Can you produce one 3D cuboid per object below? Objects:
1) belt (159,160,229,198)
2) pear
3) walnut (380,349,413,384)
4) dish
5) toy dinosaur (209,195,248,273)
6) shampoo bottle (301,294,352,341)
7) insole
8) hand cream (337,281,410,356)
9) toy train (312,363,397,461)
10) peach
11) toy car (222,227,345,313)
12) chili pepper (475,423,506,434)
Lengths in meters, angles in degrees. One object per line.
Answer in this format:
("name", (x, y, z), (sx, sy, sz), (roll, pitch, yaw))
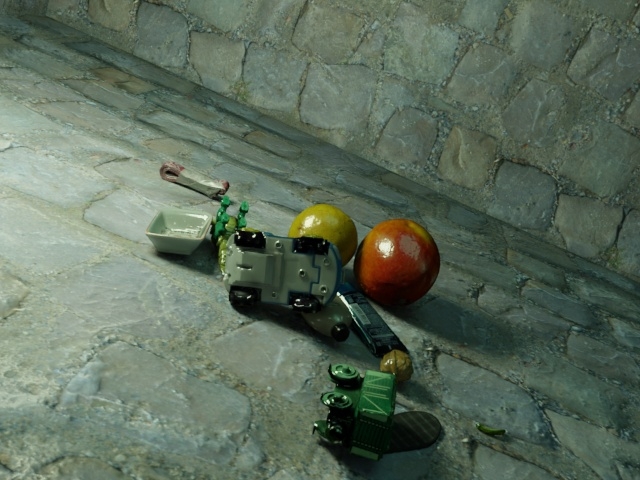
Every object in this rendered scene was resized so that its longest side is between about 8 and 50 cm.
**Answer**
("belt", (-0.415, -0.196, 2.439), (0.232, 0.071, 0.053), (20, 27, 2))
("pear", (0.000, 0.000, 2.179), (0.209, 0.208, 0.209), (20, 20, -8))
("walnut", (0.183, 0.304, 1.782), (0.079, 0.082, 0.096), (-7, 11, 10))
("dish", (-0.377, -0.026, 2.016), (0.154, 0.064, 0.234), (6, 22, -1))
("toy dinosaur", (-0.257, -0.013, 2.050), (0.094, 0.153, 0.259), (14, 31, -16))
("shampoo bottle", (0.006, 0.173, 1.918), (0.127, 0.078, 0.257), (0, 27, -26))
("insole", (0.158, 0.409, 1.582), (0.310, 0.012, 0.110), (3, 29, -44))
("hand cream", (0.123, 0.213, 1.986), (0.120, 0.061, 0.270), (3, 33, -40))
("toy train", (0.076, 0.335, 1.511), (0.155, 0.115, 0.269), (10, 11, 6))
("peach", (0.221, 0.072, 2.186), (0.281, 0.281, 0.238), (44, -14, 45))
("toy car", (-0.091, 0.071, 1.864), (0.314, 0.198, 0.166), (5, 6, 8))
("chili pepper", (0.402, 0.443, 1.743), (0.083, 0.017, 0.030), (17, 19, -13))
